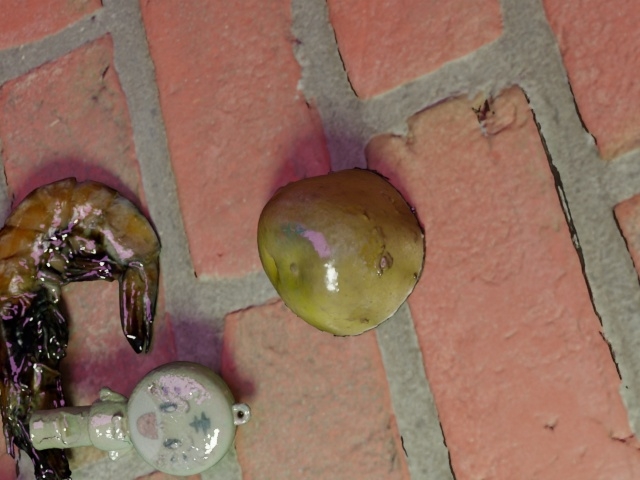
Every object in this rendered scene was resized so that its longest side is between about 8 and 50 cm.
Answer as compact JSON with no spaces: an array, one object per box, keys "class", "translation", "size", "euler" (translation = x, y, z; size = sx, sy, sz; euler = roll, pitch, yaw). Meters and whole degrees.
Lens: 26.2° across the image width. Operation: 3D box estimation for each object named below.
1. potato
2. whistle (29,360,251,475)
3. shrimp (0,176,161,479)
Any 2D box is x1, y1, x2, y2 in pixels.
[{"class":"potato","translation":[0.000,0.000,1.473],"size":[0.182,0.117,0.202],"euler":[-46,63,13]},{"class":"whistle","translation":[-0.198,0.201,1.529],"size":[0.258,0.067,0.126],"euler":[-7,94,12]},{"class":"shrimp","translation":[-0.291,0.097,1.625],"size":[0.233,0.071,0.365],"euler":[-14,71,16]}]
